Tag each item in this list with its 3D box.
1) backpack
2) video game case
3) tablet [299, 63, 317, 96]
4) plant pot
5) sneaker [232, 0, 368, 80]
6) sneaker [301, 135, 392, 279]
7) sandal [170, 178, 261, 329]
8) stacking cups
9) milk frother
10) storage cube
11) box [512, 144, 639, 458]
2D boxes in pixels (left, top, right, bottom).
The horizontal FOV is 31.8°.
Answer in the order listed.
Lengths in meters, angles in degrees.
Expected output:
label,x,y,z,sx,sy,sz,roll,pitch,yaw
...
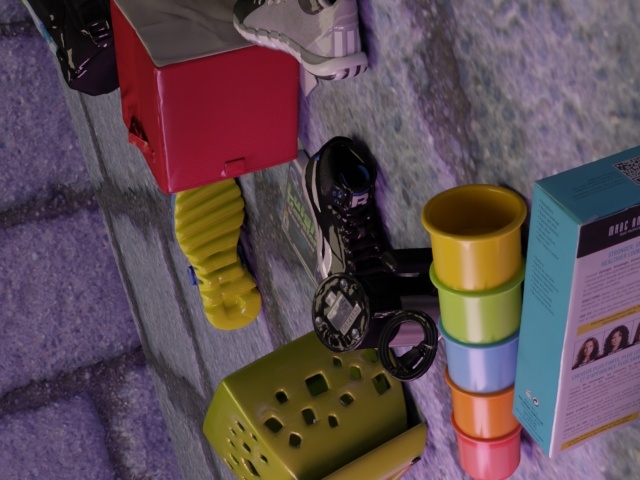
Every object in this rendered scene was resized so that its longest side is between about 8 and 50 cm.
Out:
label,x,y,z,sx,sy,sz,roll,pitch,yaw
backpack,-0.319,-0.415,1.584,0.355,0.290,0.273,48,-174,8
video game case,0.000,0.000,1.514,0.190,0.022,0.173,60,158,28
tablet,-0.026,-0.225,1.399,0.083,0.006,0.054,70,161,5
plant pot,0.000,0.250,1.463,0.207,0.227,0.228,57,157,17
sneaker,-0.023,-0.274,1.248,0.229,0.086,0.132,35,136,44
sneaker,0.038,-0.016,1.306,0.121,0.079,0.216,128,123,-69
sandal,-0.190,-0.005,1.889,0.138,0.126,0.317,-130,29,-55
stacking cups,0.158,0.106,1.079,0.096,0.096,0.316,43,148,54
milk frother,0.089,0.090,1.175,0.129,0.135,0.143,-41,61,37
storage cube,-0.148,-0.205,1.436,0.193,0.215,0.183,92,154,-42
box,0.211,0.053,0.866,0.060,0.101,0.244,51,153,46
